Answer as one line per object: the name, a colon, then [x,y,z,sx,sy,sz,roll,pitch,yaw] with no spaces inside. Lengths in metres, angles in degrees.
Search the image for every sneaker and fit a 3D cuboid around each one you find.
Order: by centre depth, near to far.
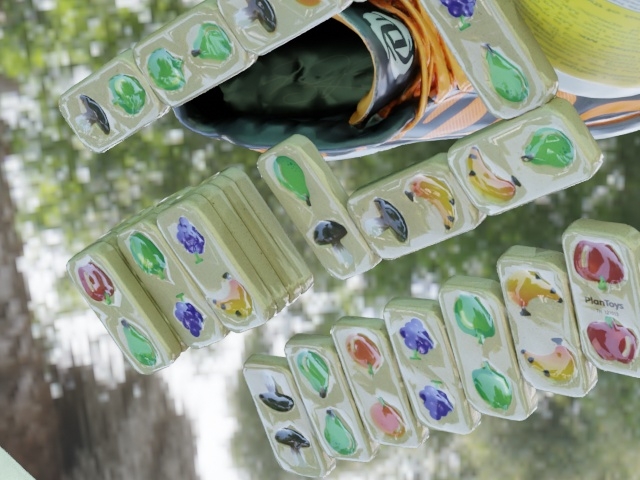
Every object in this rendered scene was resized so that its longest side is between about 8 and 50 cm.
sneaker: [0.076,-0.093,0.894,0.321,0.125,0.180,-15,-177,15]

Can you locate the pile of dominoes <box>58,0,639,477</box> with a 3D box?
pile of dominoes: [0.000,0.000,0.674,0.251,0.196,0.040,-24,-167,49]

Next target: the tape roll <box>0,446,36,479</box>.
tape roll: [-0.273,0.193,1.262,0.286,0.286,0.100,25,-116,35]

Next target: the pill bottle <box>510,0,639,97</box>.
pill bottle: [0.109,-0.116,0.593,0.119,0.119,0.208,-4,172,-2]
